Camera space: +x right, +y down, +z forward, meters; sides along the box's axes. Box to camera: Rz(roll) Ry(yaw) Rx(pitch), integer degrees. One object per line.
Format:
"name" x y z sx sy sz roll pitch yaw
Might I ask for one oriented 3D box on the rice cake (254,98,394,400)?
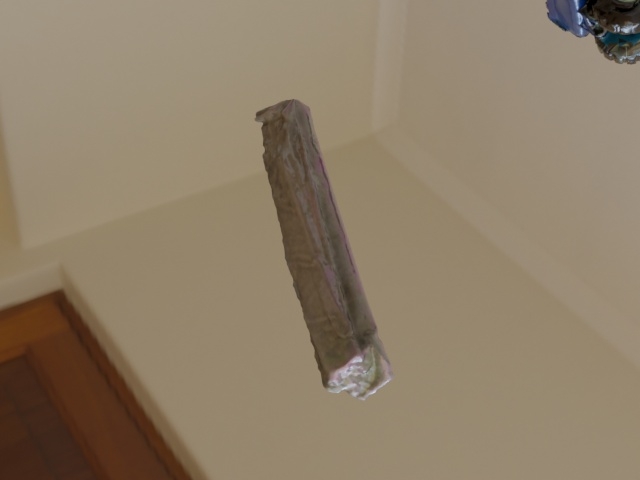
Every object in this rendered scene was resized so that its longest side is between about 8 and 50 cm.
"rice cake" -0.001 0.000 0.909 0.055 0.049 0.270 -37 -121 36

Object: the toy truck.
"toy truck" 0.343 -0.259 1.169 0.208 0.126 0.113 22 -7 21
